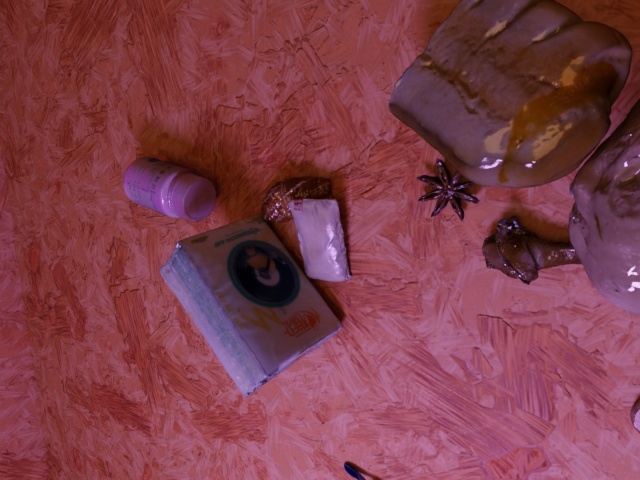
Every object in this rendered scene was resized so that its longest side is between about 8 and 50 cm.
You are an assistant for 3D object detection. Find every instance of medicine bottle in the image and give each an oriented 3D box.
[{"bbox_3d":[-0.440,-0.150,1.366,0.255,0.152,0.151,18,109,28],"label":"medicine bottle"}]

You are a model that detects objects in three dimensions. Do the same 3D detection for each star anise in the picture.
[{"bbox_3d":[0.268,-0.107,0.984,0.141,0.042,0.141,8,107,29],"label":"star anise"}]

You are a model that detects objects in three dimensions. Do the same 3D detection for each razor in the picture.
[{"bbox_3d":[0.125,0.639,1.244,0.155,0.028,0.044,17,109,28],"label":"razor"}]

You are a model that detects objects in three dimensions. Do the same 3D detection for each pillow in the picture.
[{"bbox_3d":[0.000,0.000,1.152,0.128,0.051,0.229,-1,116,23],"label":"pillow"}]

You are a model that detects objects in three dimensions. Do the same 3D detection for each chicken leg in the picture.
[{"bbox_3d":[0.415,0.026,0.901,0.196,0.080,0.125,18,97,28],"label":"chicken leg"}]

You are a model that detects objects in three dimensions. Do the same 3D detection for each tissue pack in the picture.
[{"bbox_3d":[-0.170,0.145,1.171,0.388,0.287,0.162,52,133,13],"label":"tissue pack"}]

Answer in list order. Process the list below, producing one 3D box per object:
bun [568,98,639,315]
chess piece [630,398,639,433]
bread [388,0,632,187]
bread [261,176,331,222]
[{"bbox_3d":[0.516,-0.064,0.679,0.235,0.326,0.361,11,92,53],"label":"bun"},{"bbox_3d":[0.618,0.328,0.856,0.084,0.038,0.083,8,106,30],"label":"chess piece"},{"bbox_3d":[0.330,-0.240,0.788,0.341,0.210,0.300,50,116,35],"label":"bread"},{"bbox_3d":[-0.079,-0.107,1.190,0.233,0.076,0.104,-21,90,33],"label":"bread"}]
